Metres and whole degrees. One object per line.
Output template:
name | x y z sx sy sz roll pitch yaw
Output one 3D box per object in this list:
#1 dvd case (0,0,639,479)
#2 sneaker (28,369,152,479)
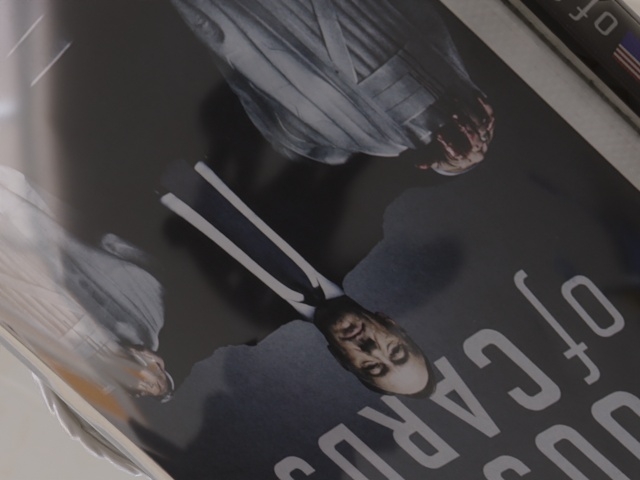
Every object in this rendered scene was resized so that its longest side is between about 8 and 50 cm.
dvd case | 0.000 0.000 0.397 0.239 0.179 0.029 43 -132 -8
sneaker | -0.146 0.051 1.317 0.281 0.115 0.105 47 -137 -10
